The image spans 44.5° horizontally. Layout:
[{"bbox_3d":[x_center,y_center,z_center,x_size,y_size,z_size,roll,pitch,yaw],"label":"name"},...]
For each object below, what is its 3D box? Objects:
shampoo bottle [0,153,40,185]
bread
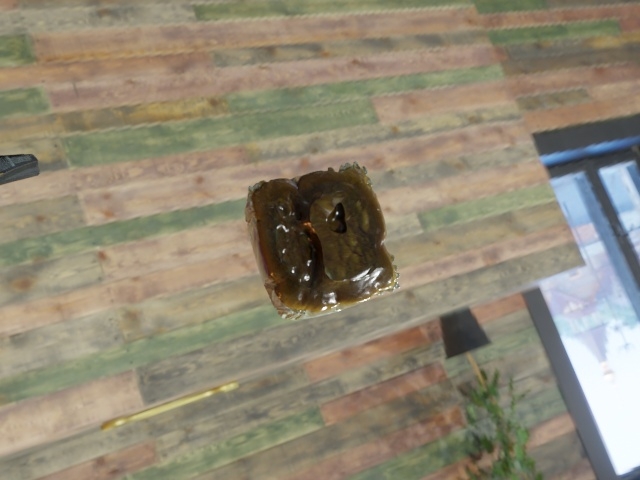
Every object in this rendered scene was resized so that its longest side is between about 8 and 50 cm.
[{"bbox_3d":[-0.385,-0.079,0.900,0.027,0.048,0.137,-49,169,28],"label":"shampoo bottle"},{"bbox_3d":[0.001,0.002,1.129,0.192,0.209,0.110,-13,176,-12],"label":"bread"}]
